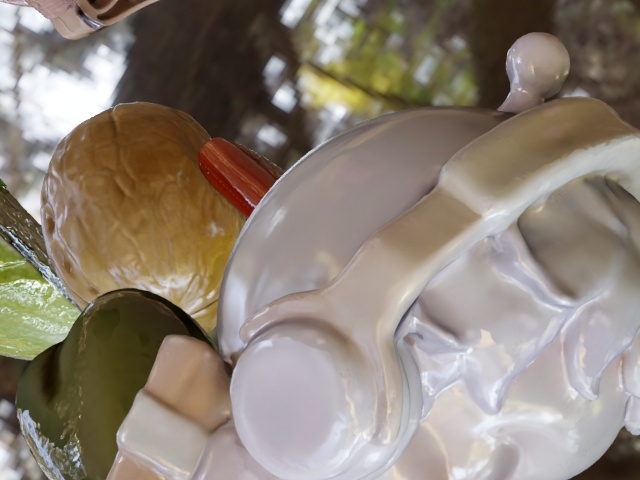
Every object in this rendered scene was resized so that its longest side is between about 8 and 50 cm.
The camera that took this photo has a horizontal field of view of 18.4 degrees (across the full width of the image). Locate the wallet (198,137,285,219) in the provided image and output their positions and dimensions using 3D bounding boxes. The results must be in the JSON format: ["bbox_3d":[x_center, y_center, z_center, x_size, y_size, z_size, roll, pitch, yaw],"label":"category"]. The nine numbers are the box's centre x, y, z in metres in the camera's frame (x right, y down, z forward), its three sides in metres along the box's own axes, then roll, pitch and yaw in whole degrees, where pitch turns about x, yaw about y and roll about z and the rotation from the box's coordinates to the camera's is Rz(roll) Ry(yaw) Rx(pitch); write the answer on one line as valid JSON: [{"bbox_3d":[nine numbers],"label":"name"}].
[{"bbox_3d":[0.000,0.000,1.435,0.142,0.045,0.204,37,-178,-33],"label":"wallet"}]

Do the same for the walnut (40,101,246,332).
[{"bbox_3d":[-0.140,-0.014,1.558,0.165,0.165,0.197,8,-130,-50],"label":"walnut"}]

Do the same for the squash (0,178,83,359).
[{"bbox_3d":[-0.288,0.013,1.907,0.309,0.210,0.233,11,-159,-34],"label":"squash"}]

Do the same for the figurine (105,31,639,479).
[{"bbox_3d":[0.021,0.056,0.525,0.141,0.237,0.162,33,170,20],"label":"figurine"}]

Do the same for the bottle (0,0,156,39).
[{"bbox_3d":[-0.157,-0.294,1.319,0.206,0.173,0.297,35,-119,-33],"label":"bottle"}]

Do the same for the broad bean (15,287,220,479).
[{"bbox_3d":[-0.083,0.145,1.215,0.263,0.121,0.189,47,-162,18],"label":"broad bean"}]
